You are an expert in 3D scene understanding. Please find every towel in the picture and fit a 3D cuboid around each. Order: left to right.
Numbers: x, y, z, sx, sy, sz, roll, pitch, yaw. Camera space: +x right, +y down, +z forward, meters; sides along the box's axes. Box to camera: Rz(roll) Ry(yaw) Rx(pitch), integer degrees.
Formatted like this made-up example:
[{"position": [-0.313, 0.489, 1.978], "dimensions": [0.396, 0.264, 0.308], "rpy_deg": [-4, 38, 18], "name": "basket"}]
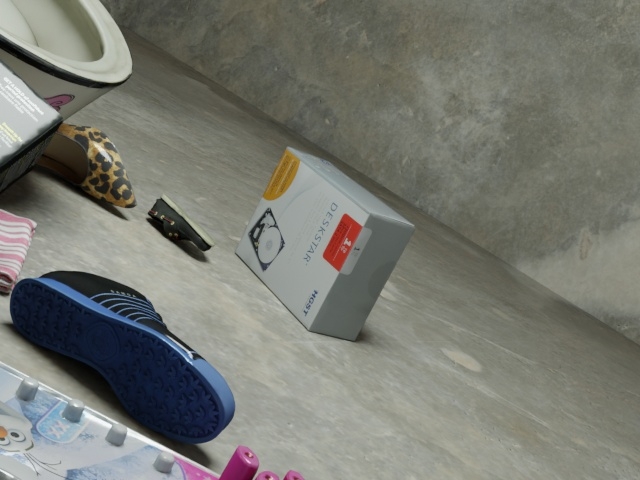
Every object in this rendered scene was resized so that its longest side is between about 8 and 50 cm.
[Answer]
[{"position": [-0.361, -0.016, 0.941], "dimensions": [0.144, 0.029, 0.197], "rpy_deg": [25, 12, -17], "name": "towel"}]

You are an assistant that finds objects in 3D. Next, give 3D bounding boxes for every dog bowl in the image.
[{"position": [-0.418, -0.273, 1.061], "dimensions": [0.408, 0.150, 0.408], "rpy_deg": [42, 16, -15], "name": "dog bowl"}]

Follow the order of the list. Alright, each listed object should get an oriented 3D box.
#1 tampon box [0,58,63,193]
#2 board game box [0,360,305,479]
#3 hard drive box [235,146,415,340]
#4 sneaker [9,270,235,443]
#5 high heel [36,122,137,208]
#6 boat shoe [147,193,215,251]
[{"position": [-0.339, -0.086, 0.839], "dimensions": [0.120, 0.101, 0.161], "rpy_deg": [44, 45, -6], "name": "tampon box"}, {"position": [-0.199, 0.152, 0.543], "dimensions": [0.390, 0.050, 0.390], "rpy_deg": [27, 12, 0], "name": "board game box"}, {"position": [0.000, 0.000, 1.305], "dimensions": [0.089, 0.181, 0.232], "rpy_deg": [17, 15, -39], "name": "hard drive box"}, {"position": [-0.158, 0.089, 0.818], "dimensions": [0.232, 0.081, 0.090], "rpy_deg": [30, 19, 19], "name": "sneaker"}, {"position": [-0.382, -0.109, 1.247], "dimensions": [0.261, 0.093, 0.186], "rpy_deg": [43, 38, 14], "name": "high heel"}, {"position": [-0.192, -0.017, 1.297], "dimensions": [0.133, 0.042, 0.049], "rpy_deg": [37, -5, 39], "name": "boat shoe"}]
